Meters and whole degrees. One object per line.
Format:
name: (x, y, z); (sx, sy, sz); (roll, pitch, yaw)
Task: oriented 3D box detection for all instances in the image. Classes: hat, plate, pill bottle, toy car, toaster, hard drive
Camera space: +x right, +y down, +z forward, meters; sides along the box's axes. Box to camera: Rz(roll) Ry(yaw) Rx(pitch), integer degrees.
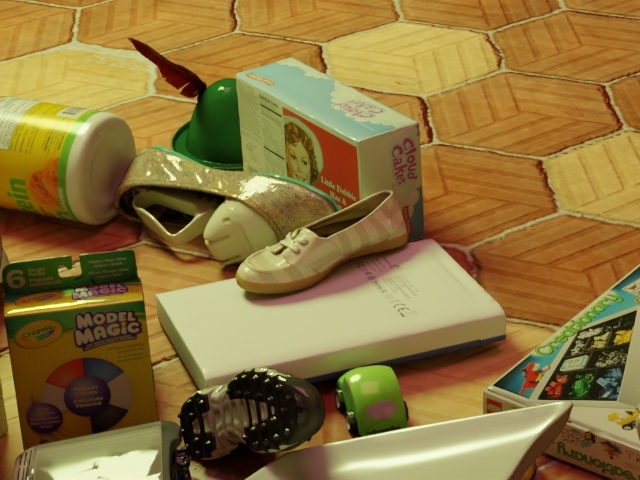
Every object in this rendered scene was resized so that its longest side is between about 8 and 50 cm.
hat: (-0.116, -0.204, 2.264); (0.173, 0.184, 0.208); (8, 30, 19)
plate: (0.049, 0.201, 1.421); (0.277, 0.045, 0.278); (-13, 4, 22)
pill bottle: (-0.360, -0.103, 2.152); (0.245, 0.136, 0.136); (10, 31, 24)
toy car: (0.063, 0.174, 1.669); (0.239, 0.053, 0.225); (-10, 29, -13)
toaster: (-0.180, 0.241, 1.490); (0.146, 0.129, 0.227); (-7, 31, -2)
hard drive: (0.006, 0.080, 1.857); (0.318, 0.040, 0.210); (-11, 25, -15)

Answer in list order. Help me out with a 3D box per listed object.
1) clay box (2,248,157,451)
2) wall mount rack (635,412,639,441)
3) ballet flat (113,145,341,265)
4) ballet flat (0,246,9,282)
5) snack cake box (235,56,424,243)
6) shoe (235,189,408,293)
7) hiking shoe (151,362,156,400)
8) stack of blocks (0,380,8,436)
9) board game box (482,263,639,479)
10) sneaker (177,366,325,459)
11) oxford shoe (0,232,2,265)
clay box: (-0.218, 0.121, 1.621); (0.127, 0.222, 0.053); (-7, 28, -7)
wall mount rack: (0.263, 0.304, 1.229); (0.304, 0.130, 0.350); (42, 44, 14)
ballet flat: (-0.117, -0.026, 2.044); (0.316, 0.108, 0.106); (14, 51, 40)
ballet flat: (-0.440, -0.006, 1.839); (0.139, 0.139, 0.400); (10, 7, 24)
snack cake box: (0.009, -0.103, 2.095); (0.089, 0.152, 0.264); (-20, 32, -29)
shoe: (0.000, 0.000, 1.911); (0.219, 0.058, 0.076); (-20, 29, -32)
hiking shoe: (-0.233, 0.115, 1.778); (0.114, 0.086, 0.227); (-6, 29, -12)
stack of blocks: (-0.474, 0.145, 1.745); (0.297, 0.087, 0.171); (18, 35, 34)
board game box: (0.322, 0.127, 1.731); (0.193, 0.053, 0.305); (19, 35, 34)
sneaker: (-0.039, 0.154, 1.620); (0.106, 0.078, 0.234); (-7, -8, -29)
oxford shoe: (-0.341, 0.007, 1.650); (0.130, 0.133, 0.364); (26, 18, -21)
